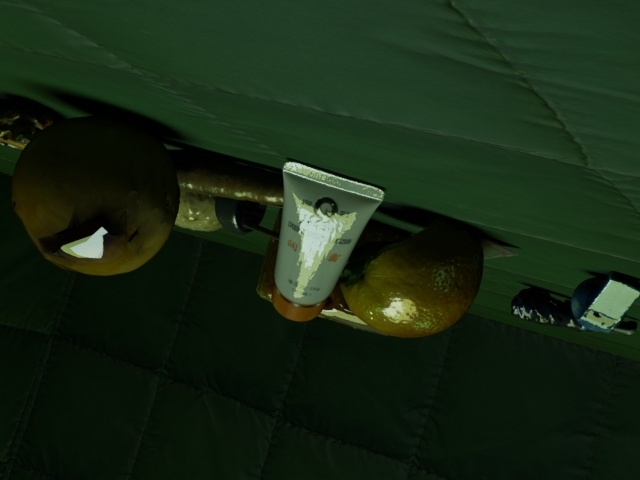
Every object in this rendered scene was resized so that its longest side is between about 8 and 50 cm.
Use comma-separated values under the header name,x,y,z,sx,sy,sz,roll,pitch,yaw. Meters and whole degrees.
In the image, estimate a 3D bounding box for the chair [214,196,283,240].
name,x,y,z,sx,sy,sz,roll,pitch,yaw
chair,-0.048,-0.042,1.842,0.222,0.104,0.095,12,-169,26

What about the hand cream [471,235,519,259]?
name,x,y,z,sx,sy,sz,roll,pitch,yaw
hand cream,0.219,0.014,1.816,0.067,0.043,0.210,26,167,-22

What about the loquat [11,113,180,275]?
name,x,y,z,sx,sy,sz,roll,pitch,yaw
loquat,-0.311,-0.065,1.665,0.235,0.235,0.235,17,175,1

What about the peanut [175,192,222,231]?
name,x,y,z,sx,sy,sz,roll,pitch,yaw
peanut,-0.207,-0.070,1.940,0.141,0.109,0.159,4,180,-4

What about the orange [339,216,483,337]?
name,x,y,z,sx,sy,sz,roll,pitch,yaw
orange,0.131,0.063,1.739,0.179,0.158,0.237,0,170,-32

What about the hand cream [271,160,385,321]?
name,x,y,z,sx,sy,sz,roll,pitch,yaw
hand cream,0.000,0.000,1.680,0.140,0.089,0.314,16,142,2

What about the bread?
name,x,y,z,sx,sy,sz,roll,pitch,yaw
bread,0.025,0.043,1.980,0.234,0.184,0.110,17,172,-9

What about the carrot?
name,x,y,z,sx,sy,sz,roll,pitch,yaw
carrot,-0.134,-0.091,1.743,0.342,0.070,0.070,10,173,22

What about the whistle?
name,x,y,z,sx,sy,sz,roll,pitch,yaw
whistle,0.420,0.084,1.746,0.090,0.090,0.158,18,136,-7

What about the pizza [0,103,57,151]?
name,x,y,z,sx,sy,sz,roll,pitch,yaw
pizza,-0.494,-0.181,1.923,0.251,0.074,0.288,16,174,15

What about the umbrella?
name,x,y,z,sx,sy,sz,roll,pitch,yaw
umbrella,0.483,0.140,2.239,0.248,0.070,0.071,13,176,-2
